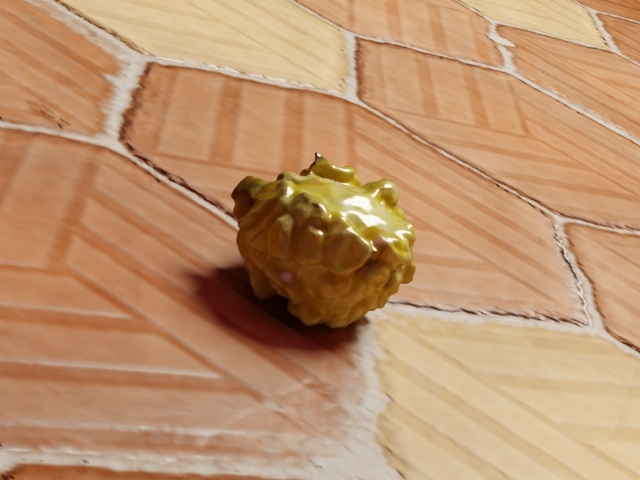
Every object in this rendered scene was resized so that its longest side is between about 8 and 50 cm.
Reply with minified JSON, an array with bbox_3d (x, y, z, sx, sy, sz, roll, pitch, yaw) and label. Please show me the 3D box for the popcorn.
[{"bbox_3d":[0.000,0.000,0.687,0.083,0.057,0.082,27,27,-3],"label":"popcorn"}]
